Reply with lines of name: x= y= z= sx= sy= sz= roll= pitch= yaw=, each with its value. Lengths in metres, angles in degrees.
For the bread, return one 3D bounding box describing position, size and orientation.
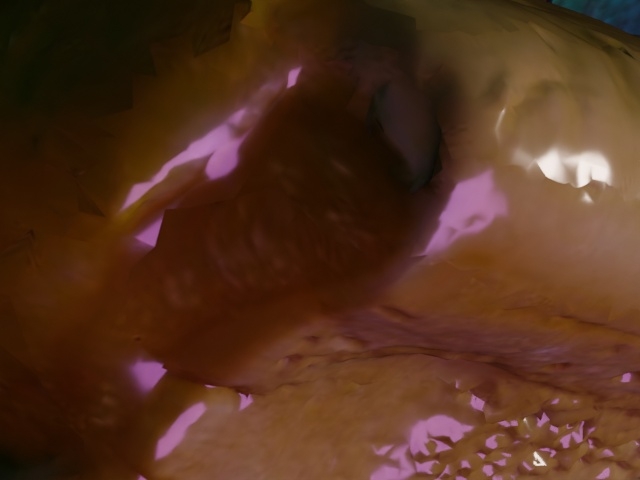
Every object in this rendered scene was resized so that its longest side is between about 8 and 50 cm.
bread: x=0.000 y=0.000 z=0.645 sx=0.394 sy=0.250 sz=0.361 roll=12 pitch=131 yaw=-41
